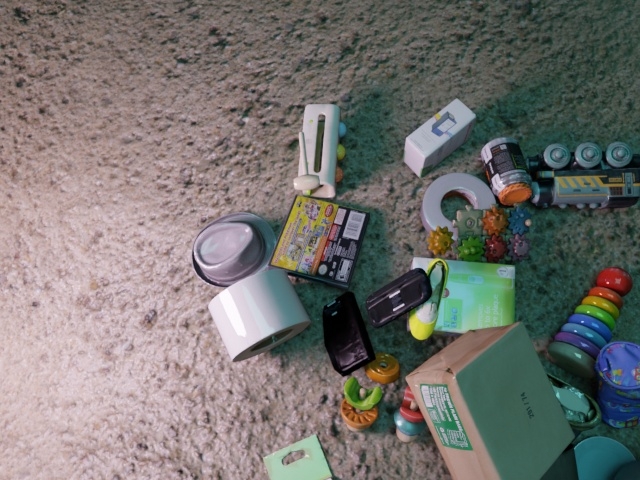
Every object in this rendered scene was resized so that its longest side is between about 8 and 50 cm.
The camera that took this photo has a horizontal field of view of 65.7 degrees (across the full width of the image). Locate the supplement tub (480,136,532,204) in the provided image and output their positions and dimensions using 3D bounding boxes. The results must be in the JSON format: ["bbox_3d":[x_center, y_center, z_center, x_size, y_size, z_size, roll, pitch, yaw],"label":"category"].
[{"bbox_3d":[0.566,-0.209,1.502,0.117,0.117,0.190,-7,59,3],"label":"supplement tub"}]

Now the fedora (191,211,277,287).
[{"bbox_3d":[-0.277,0.017,1.520,0.276,0.124,0.243,-20,74,-1],"label":"fedora"}]

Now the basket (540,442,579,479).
[{"bbox_3d":[0.571,0.649,1.256,0.205,0.154,0.226,-19,77,27],"label":"basket"}]

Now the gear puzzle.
[{"bbox_3d":[0.468,-0.016,1.433,0.339,0.044,0.175,-3,98,-13],"label":"gear puzzle"}]

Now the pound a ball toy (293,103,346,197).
[{"bbox_3d":[0.007,-0.272,1.538,0.136,0.208,0.318,3,73,6],"label":"pound a ball toy"}]

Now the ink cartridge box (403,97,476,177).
[{"bbox_3d":[0.369,-0.316,1.547,0.212,0.154,0.093,-37,73,-5],"label":"ink cartridge box"}]

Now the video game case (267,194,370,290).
[{"bbox_3d":[0.000,0.000,1.514,0.249,0.035,0.274,14,60,8],"label":"video game case"}]

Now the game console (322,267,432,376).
[{"bbox_3d":[0.152,0.209,1.365,0.361,0.044,0.213,-36,52,25],"label":"game console"}]

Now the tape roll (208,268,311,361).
[{"bbox_3d":[-0.170,0.210,1.394,0.246,0.246,0.169,-27,74,-3],"label":"tape roll"}]

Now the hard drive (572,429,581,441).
[{"bbox_3d":[0.654,0.509,1.354,0.135,0.022,0.094,-43,75,-8],"label":"hard drive"}]

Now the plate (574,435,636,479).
[{"bbox_3d":[0.748,0.619,1.314,0.188,0.024,0.188,-2,74,5],"label":"plate"}]

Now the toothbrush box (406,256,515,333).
[{"bbox_3d":[0.399,0.170,1.423,0.284,0.122,0.206,5,75,8],"label":"toothbrush box"}]

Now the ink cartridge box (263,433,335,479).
[{"bbox_3d":[-0.044,0.679,1.348,0.171,0.056,0.235,-24,75,-2],"label":"ink cartridge box"}]

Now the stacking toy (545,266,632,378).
[{"bbox_3d":[0.772,0.214,1.380,0.141,0.141,0.330,36,75,13],"label":"stacking toy"}]

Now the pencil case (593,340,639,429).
[{"bbox_3d":[0.758,0.371,1.250,0.133,0.306,0.119,-10,49,21],"label":"pencil case"}]

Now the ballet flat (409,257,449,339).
[{"bbox_3d":[0.294,0.152,1.334,0.077,0.077,0.230,18,77,10],"label":"ballet flat"}]

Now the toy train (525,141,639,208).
[{"bbox_3d":[0.790,-0.189,1.492,0.334,0.142,0.190,-1,83,5],"label":"toy train"}]

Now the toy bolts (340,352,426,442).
[{"bbox_3d":[0.189,0.454,1.378,0.229,0.158,0.218,19,36,20],"label":"toy bolts"}]

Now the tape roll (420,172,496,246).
[{"bbox_3d":[0.421,-0.094,1.523,0.220,0.072,0.219,-1,73,4],"label":"tape roll"}]

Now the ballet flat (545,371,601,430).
[{"bbox_3d":[0.578,0.390,1.332,0.349,0.123,0.123,28,78,18],"label":"ballet flat"}]

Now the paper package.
[{"bbox_3d":[0.411,0.402,1.185,0.310,0.168,0.324,-23,89,-37],"label":"paper package"}]

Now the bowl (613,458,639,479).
[{"bbox_3d":[0.840,0.662,1.202,0.312,0.163,0.311,1,83,-6],"label":"bowl"}]
